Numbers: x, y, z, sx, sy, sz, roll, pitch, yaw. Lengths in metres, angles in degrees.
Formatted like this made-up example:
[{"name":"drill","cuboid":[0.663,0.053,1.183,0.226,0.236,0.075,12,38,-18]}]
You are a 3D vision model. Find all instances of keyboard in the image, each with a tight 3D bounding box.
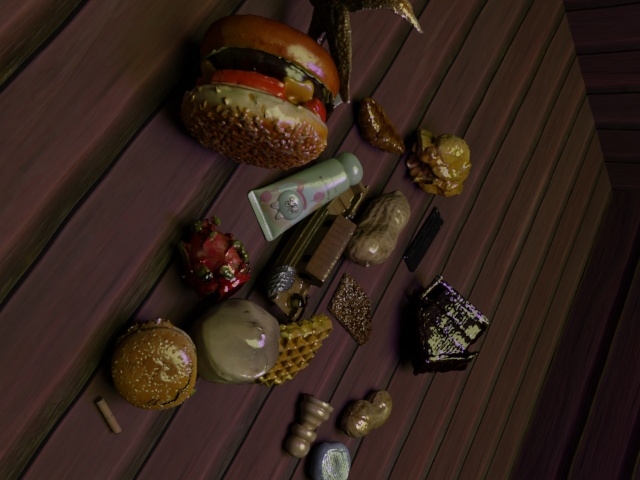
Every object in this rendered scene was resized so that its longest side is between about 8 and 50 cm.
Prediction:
[{"name":"keyboard","cuboid":[0.358,-0.003,2.292,0.251,0.017,0.087,-55,132,-30]}]

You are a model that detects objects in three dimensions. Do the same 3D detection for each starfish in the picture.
[{"name":"starfish","cuboid":[0.047,-0.517,1.595,0.132,0.398,0.384,10,99,-49]}]

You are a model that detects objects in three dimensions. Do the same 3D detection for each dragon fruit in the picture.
[{"name":"dragon fruit","cuboid":[-0.241,0.042,1.478,0.160,0.172,0.166,-38,172,3]}]

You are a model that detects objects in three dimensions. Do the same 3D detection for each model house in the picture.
[{"name":"model house","cuboid":[0.387,0.331,2.269,0.283,0.297,0.317,-51,170,-20]}]

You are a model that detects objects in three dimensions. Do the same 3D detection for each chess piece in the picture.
[{"name":"chess piece","cuboid":[-0.042,0.519,1.855,0.094,0.094,0.171,44,71,-44]}]

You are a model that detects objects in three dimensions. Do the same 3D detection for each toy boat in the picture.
[{"name":"toy boat","cuboid":[0.000,0.000,1.752,0.136,0.162,0.446,51,58,-38]}]

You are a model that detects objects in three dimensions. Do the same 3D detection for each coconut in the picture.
[{"name":"coconut","cuboid":[-0.190,0.227,1.511,0.224,0.224,0.224,-11,104,-49]}]

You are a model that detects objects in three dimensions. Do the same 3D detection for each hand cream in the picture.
[{"name":"hand cream","cuboid":[-0.033,-0.129,1.718,0.305,0.093,0.147,-30,120,-15]}]

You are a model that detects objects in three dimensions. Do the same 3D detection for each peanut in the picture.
[{"name":"peanut","cuboid":[0.164,-0.022,1.970,0.291,0.143,0.159,-54,167,-37]},{"name":"peanut","cuboid":[0.147,0.537,2.068,0.229,0.098,0.103,-13,133,-51]}]

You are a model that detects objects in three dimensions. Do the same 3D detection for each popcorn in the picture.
[{"name":"popcorn","cuboid":[0.394,-0.254,2.165,0.253,0.190,0.192,26,69,-45]}]

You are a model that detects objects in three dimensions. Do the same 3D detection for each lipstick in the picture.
[{"name":"lipstick","cuboid":[-0.442,0.366,1.392,0.019,0.019,0.094,-42,126,-38]}]

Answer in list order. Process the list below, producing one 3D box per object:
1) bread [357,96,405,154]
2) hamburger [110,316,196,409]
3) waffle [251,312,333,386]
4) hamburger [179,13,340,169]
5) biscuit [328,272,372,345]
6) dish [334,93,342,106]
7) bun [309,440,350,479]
[{"name":"bread","cuboid":[0.168,-0.326,1.967,0.233,0.075,0.105,44,51,-37]},{"name":"hamburger","cuboid":[-0.341,0.252,1.383,0.181,0.118,0.191,8,92,-26]},{"name":"waffle","cuboid":[-0.095,0.295,1.700,0.219,0.057,0.229,-8,137,-48]},{"name":"hamburger","cuboid":[-0.127,-0.297,1.430,0.330,0.329,0.250,34,67,-47]},{"name":"biscuit","cuboid":[0.108,0.214,2.022,0.237,0.026,0.131,50,60,-41]},{"name":"dish","cuboid":[-0.039,-0.297,1.686,0.077,0.151,0.212,44,58,-10]},{"name":"bun","cuboid":[0.022,0.653,1.948,0.140,0.083,0.141,1,88,-43]}]
